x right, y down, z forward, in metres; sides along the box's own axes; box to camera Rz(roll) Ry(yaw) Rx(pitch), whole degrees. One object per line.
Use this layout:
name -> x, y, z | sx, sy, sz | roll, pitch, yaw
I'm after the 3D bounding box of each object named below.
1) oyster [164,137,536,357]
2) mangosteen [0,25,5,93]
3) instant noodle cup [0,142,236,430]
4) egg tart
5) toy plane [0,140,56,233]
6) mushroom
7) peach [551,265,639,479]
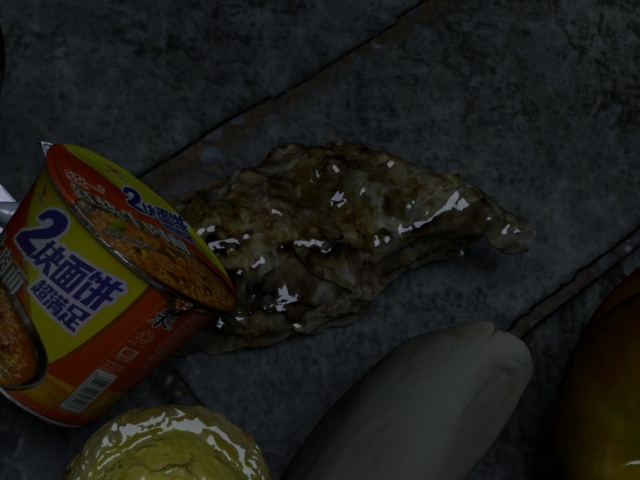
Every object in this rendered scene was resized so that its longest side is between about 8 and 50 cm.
oyster -> 0.003, -0.025, 1.349 | 0.396, 0.111, 0.204 | -16, 69, -18
mangosteen -> -0.399, -0.180, 1.259 | 0.228, 0.228, 0.265 | 19, 23, -7
instant noodle cup -> -0.204, 0.048, 1.182 | 0.213, 0.213, 0.174 | 44, 102, 6
egg tart -> -0.133, 0.251, 1.193 | 0.212, 0.090, 0.213 | 7, 64, -15
toy plane -> -0.247, -0.012, 1.295 | 0.171, 0.065, 0.162 | 12, 75, -5
mushroom -> 0.033, 0.215, 1.169 | 0.407, 0.154, 0.138 | -42, 115, -42
peach -> 0.397, 0.169, 1.257 | 0.369, 0.370, 0.370 | 6, 65, -13
